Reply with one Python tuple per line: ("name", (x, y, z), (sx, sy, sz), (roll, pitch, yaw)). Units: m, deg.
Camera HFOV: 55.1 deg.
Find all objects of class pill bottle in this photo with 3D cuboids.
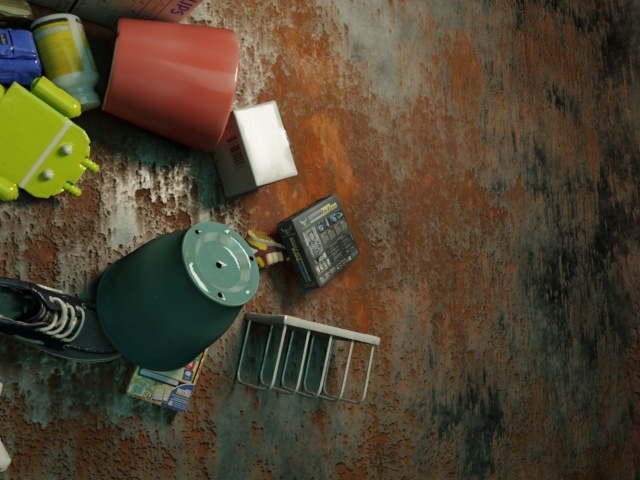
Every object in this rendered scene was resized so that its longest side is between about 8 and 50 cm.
("pill bottle", (-0.522, -0.365, 1.273), (0.103, 0.103, 0.184), (-20, 96, -34))

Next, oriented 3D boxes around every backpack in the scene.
("backpack", (-0.623, -0.367, 1.205), (0.120, 0.101, 0.098), (-11, 68, -33))

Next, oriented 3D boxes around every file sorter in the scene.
("file sorter", (-0.034, 0.287, 1.483), (0.277, 0.193, 0.173), (17, 78, -32))

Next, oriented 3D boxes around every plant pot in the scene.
("plant pot", (-0.331, -0.349, 1.324), (0.243, 0.275, 0.275), (9, 79, -23))
("plant pot", (-0.269, 0.094, 1.248), (0.271, 0.255, 0.272), (30, 43, -33))

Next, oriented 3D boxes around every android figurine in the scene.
("android figurine", (-0.577, -0.194, 1.214), (0.273, 0.056, 0.248), (39, 86, -25))

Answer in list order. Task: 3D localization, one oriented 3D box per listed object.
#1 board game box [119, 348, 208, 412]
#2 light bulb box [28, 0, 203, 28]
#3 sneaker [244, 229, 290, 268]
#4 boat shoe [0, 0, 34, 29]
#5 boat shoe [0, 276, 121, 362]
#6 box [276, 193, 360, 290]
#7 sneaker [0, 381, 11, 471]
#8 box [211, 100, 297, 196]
("board game box", (-0.337, 0.267, 1.364), (0.146, 0.045, 0.193), (28, 70, -28))
("light bulb box", (-0.421, -0.602, 1.215), (0.361, 0.358, 0.225), (9, 81, -34))
("sneaker", (-0.127, 0.032, 1.529), (0.185, 0.069, 0.084), (18, 107, -44))
("boat shoe", (-0.674, -0.466, 1.212), (0.190, 0.068, 0.072), (-6, 76, -44))
("boat shoe", (-0.514, 0.160, 1.186), (0.340, 0.158, 0.127), (22, 73, -30))
("box", (0.000, 0.000, 1.573), (0.232, 0.059, 0.183), (-37, 108, -54))
("sneaker", (-0.630, 0.320, 1.135), (0.115, 0.090, 0.232), (-38, 107, -35))
("box", (-0.168, -0.213, 1.451), (0.119, 0.182, 0.181), (-20, 96, -32))
